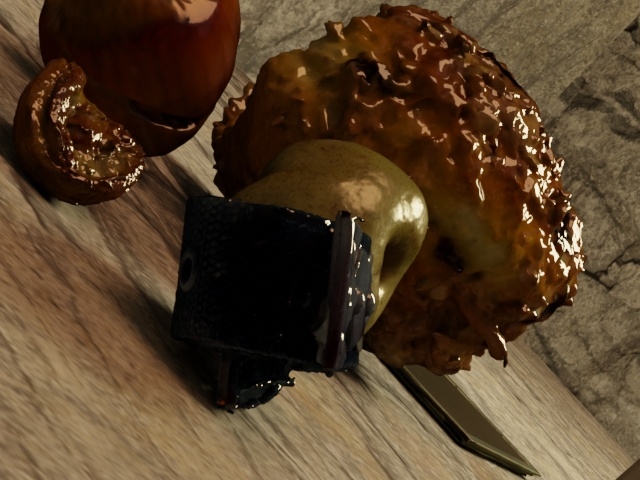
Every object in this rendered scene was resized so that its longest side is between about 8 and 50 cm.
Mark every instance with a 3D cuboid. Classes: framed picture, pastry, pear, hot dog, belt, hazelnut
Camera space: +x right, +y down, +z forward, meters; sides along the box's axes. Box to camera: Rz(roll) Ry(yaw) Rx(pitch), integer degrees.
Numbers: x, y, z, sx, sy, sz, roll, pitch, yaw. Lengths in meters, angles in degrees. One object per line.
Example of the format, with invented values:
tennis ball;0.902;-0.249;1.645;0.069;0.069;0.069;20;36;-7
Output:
framed picture;0.128;0.163;1.999;0.197;0.014;0.252;47;6;26
pastry;0.078;-0.043;1.751;0.337;0.292;0.405;54;-9;-4
pear;0.000;0.000;1.492;0.136;0.167;0.167;20;-5;24
hot dog;-0.167;-0.070;1.297;0.099;0.065;0.147;53;2;-9
belt;-0.030;0.043;1.211;0.122;0.128;0.218;8;-2;8
hazelnut;-0.155;-0.163;1.622;0.182;0.182;0.182;44;5;-5

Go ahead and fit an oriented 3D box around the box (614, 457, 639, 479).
box;0.391;0.301;1.893;0.291;0.206;0.262;46;5;41
